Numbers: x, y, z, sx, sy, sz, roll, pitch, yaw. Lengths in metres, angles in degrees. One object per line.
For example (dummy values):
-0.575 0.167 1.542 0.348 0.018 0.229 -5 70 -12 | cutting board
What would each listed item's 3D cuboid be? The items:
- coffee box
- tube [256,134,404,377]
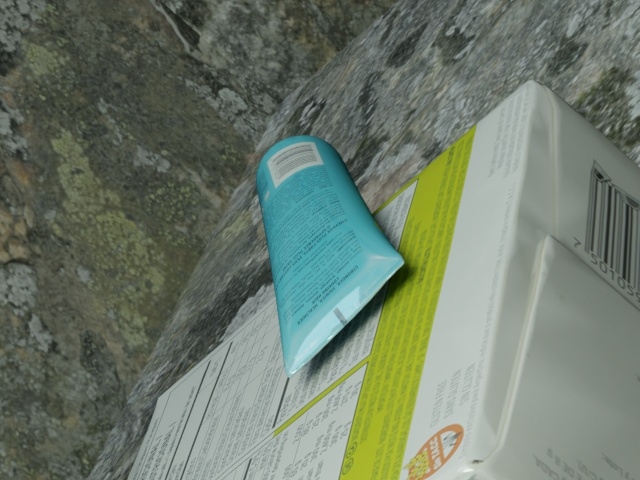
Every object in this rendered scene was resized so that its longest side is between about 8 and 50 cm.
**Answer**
0.099 0.194 1.017 0.334 0.337 0.338 -41 17 29 | coffee box
0.000 0.000 1.040 0.080 0.052 0.207 -50 18 13 | tube
